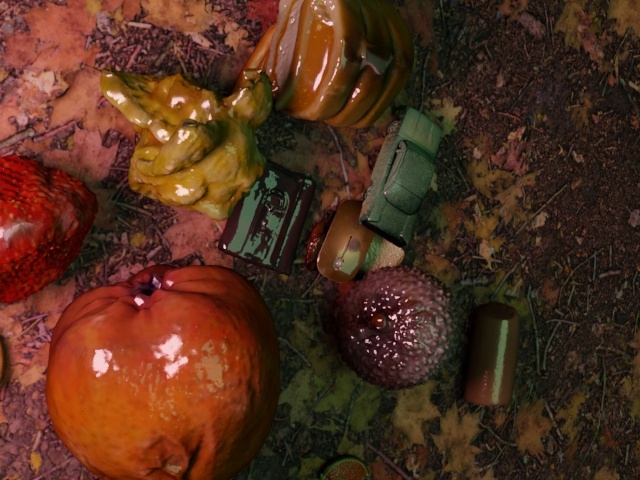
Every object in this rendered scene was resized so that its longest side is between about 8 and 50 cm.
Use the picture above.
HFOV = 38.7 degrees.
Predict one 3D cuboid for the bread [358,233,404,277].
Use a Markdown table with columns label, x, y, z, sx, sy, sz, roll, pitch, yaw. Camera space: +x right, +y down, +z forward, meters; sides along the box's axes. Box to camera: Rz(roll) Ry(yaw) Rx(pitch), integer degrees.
| label | x | y | z | sx | sy | sz | roll | pitch | yaw |
| --- | --- | --- | --- | --- | --- | --- | --- | --- | --- |
| bread | 0.128 | 0.021 | 2.143 | 0.129 | 0.044 | 0.126 | -22 | 97 | -21 |

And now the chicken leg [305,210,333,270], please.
| label | x | y | z | sx | sy | sz | roll | pitch | yaw |
| --- | --- | --- | --- | --- | --- | --- | --- | --- | --- |
| chicken leg | -0.003 | -0.001 | 2.069 | 0.062 | 0.037 | 0.145 | 14 | 89 | -53 |

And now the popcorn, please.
| label | x | y | z | sx | sy | sz | roll | pitch | yaw |
| --- | --- | --- | --- | --- | --- | --- | --- | --- | --- |
| popcorn | -0.251 | -0.184 | 1.733 | 0.321 | 0.326 | 0.290 | -2 | 106 | -13 |

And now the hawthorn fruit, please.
| label | x | y | z | sx | sy | sz | roll | pitch | yaw |
| --- | --- | --- | --- | --- | --- | --- | --- | --- | --- |
| hawthorn fruit | -0.287 | 0.275 | 1.711 | 0.472 | 0.472 | 0.472 | -4 | 97 | -30 |

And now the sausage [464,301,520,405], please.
| label | x | y | z | sx | sy | sz | roll | pitch | yaw |
| --- | --- | --- | --- | --- | --- | --- | --- | --- | --- |
| sausage | 0.438 | 0.286 | 2.311 | 0.123 | 0.123 | 0.253 | 4 | 93 | -31 |

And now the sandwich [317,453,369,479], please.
| label | x | y | z | sx | sy | sz | roll | pitch | yaw |
| --- | --- | --- | --- | --- | --- | --- | --- | --- | --- |
| sandwich | 0.058 | 0.542 | 2.168 | 0.135 | 0.029 | 0.067 | 8 | 97 | -32 |

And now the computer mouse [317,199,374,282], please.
| label | x | y | z | sx | sy | sz | roll | pitch | yaw |
| --- | --- | --- | --- | --- | --- | --- | --- | --- | --- |
| computer mouse | 0.062 | -0.001 | 2.072 | 0.102 | 0.045 | 0.199 | 27 | 69 | -7 |

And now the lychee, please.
| label | x | y | z | sx | sy | sz | roll | pitch | yaw |
| --- | --- | --- | --- | --- | --- | --- | --- | --- | --- |
| lychee | 0.183 | 0.198 | 2.049 | 0.300 | 0.300 | 0.300 | -4 | 97 | -30 |

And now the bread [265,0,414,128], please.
| label | x | y | z | sx | sy | sz | roll | pitch | yaw |
| --- | --- | --- | --- | --- | --- | --- | --- | --- | --- |
| bread | 0.064 | -0.380 | 1.932 | 0.341 | 0.210 | 0.300 | 9 | 101 | -51 |

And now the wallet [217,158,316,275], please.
| label | x | y | z | sx | sy | sz | roll | pitch | yaw |
| --- | --- | --- | --- | --- | --- | --- | --- | --- | --- |
| wallet | -0.110 | -0.055 | 1.993 | 0.182 | 0.049 | 0.229 | 21 | 83 | -27 |

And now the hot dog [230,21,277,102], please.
| label | x | y | z | sx | sy | sz | roll | pitch | yaw |
| --- | --- | --- | --- | --- | --- | --- | --- | --- | --- |
| hot dog | -0.126 | -0.354 | 1.936 | 0.100 | 0.068 | 0.249 | 36 | 78 | -50 |

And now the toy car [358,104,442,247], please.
| label | x | y | z | sx | sy | sz | roll | pitch | yaw |
| --- | --- | --- | --- | --- | --- | --- | --- | --- | --- |
| toy car | 0.197 | -0.152 | 2.110 | 0.141 | 0.097 | 0.321 | 30 | 68 | -29 |

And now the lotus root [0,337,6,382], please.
| label | x | y | z | sx | sy | sz | roll | pitch | yaw |
| --- | --- | --- | --- | --- | --- | --- | --- | --- | --- |
| lotus root | -0.628 | 0.230 | 1.710 | 0.072 | 0.063 | 0.152 | 10 | 83 | -58 |

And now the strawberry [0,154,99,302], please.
| label | x | y | z | sx | sy | sz | roll | pitch | yaw |
| --- | --- | --- | --- | --- | --- | --- | --- | --- | --- |
| strawberry | -0.539 | -0.027 | 1.570 | 0.312 | 0.351 | 0.267 | -32 | 102 | -18 |
